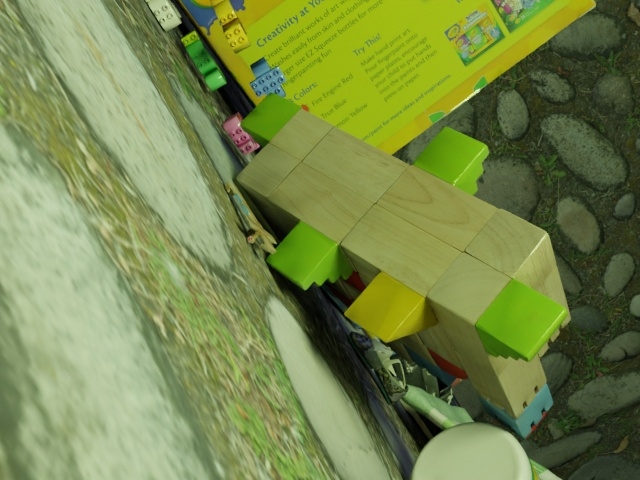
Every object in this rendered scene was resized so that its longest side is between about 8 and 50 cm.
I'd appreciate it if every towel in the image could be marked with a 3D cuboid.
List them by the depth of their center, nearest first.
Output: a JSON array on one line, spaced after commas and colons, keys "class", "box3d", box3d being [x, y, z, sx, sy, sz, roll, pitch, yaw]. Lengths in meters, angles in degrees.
[{"class": "towel", "box3d": [0.269, 0.295, 1.106, 0.325, 0.038, 0.248, 33, -2, 31]}]

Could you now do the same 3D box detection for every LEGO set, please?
[{"class": "LEGO set", "box3d": [-0.101, -0.196, 0.938, 0.227, 0.087, 0.093, 58, 5, -24]}]

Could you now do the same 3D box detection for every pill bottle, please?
[{"class": "pill bottle", "box3d": [0.178, 0.282, 0.859, 0.208, 0.117, 0.117, 57, 6, -38]}]

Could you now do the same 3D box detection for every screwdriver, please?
[{"class": "screwdriver", "box3d": [-0.060, -0.053, 0.961, 0.170, 0.024, 0.025, 51, 37, -27]}]

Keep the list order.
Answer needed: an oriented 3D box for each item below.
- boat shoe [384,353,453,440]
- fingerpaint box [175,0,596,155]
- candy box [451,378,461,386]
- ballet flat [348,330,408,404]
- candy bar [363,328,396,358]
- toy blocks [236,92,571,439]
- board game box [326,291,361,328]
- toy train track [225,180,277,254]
[{"class": "boat shoe", "box3d": [0.165, 0.235, 1.274, 0.233, 0.079, 0.084, 59, 3, -42]}, {"class": "fingerpaint box", "box3d": [0.067, -0.335, 1.145, 0.371, 0.445, 0.163, 53, 0, -18]}, {"class": "candy box", "box3d": [0.127, 0.116, 1.507, 0.183, 0.087, 0.316, 57, 6, -26]}, {"class": "ballet flat", "box3d": [0.075, 0.147, 1.048, 0.114, 0.041, 0.041, 59, 5, -23]}, {"class": "candy bar", "box3d": [0.091, 0.142, 1.259, 0.161, 0.040, 0.018, 59, -4, -30]}, {"class": "toy blocks", "box3d": [0.091, 0.037, 0.835, 0.381, 0.191, 0.261, 32, -16, 37]}, {"class": "board game box", "box3d": [0.000, 0.000, 1.136, 0.211, 0.039, 0.160, 64, 5, 27]}, {"class": "toy train track", "box3d": [-0.062, -0.018, 0.729, 0.083, 0.014, 0.048, 57, 9, 33]}]
